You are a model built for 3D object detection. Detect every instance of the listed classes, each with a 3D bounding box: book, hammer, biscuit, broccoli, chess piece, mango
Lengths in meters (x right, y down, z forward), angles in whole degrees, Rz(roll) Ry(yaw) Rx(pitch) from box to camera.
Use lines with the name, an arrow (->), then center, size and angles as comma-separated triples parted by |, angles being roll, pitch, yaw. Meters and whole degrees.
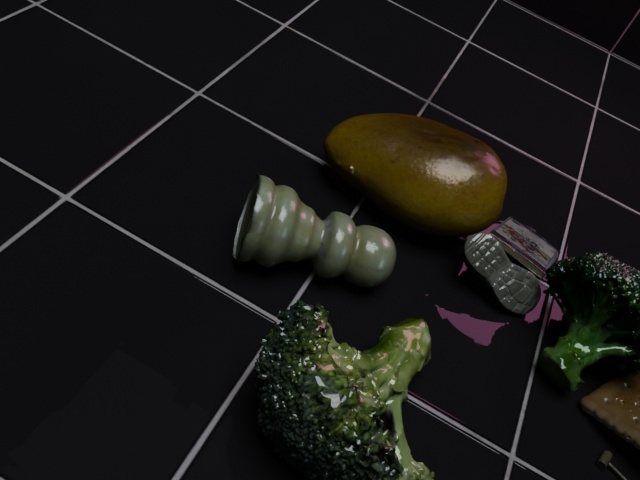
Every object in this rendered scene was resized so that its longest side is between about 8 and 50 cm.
book -> 0.494, 0.009, 1.600 | 0.157, 0.026, 0.231 | 39, 27, 15
hammer -> 0.578, 0.455, 1.274 | 0.035, 0.019, 0.110 | -30, 70, -40
biscuit -> 0.711, 0.333, 1.377 | 0.324, 0.044, 0.217 | -16, 37, -34
broccoli -> 0.051, 0.222, 1.125 | 0.353, 0.274, 0.397 | 56, 40, -33
broccoli -> 0.576, 0.165, 1.387 | 0.297, 0.298, 0.297 | -37, 68, -17
chess piece -> 0.000, 0.000, 1.361 | 0.330, 0.182, 0.182 | 18, 44, -13
mango -> 0.218, -0.162, 1.572 | 0.444, 0.221, 0.302 | 16, 50, 6

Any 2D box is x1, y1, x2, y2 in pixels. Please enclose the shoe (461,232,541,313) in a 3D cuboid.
shoe -> 0.392, 0.075, 1.514 | 0.099, 0.125, 0.227 | -45, 99, -9
